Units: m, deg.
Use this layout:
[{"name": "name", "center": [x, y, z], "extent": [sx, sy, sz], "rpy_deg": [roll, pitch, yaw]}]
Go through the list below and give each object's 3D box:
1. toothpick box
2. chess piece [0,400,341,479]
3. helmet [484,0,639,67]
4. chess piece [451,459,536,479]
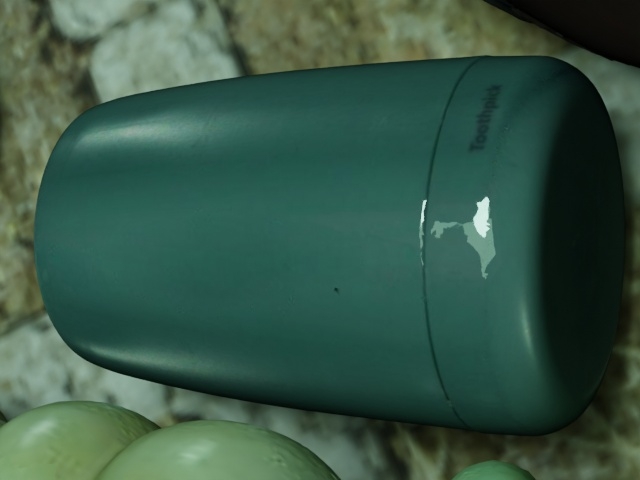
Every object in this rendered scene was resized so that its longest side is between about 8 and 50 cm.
[{"name": "toothpick box", "center": [0.000, 0.000, 0.524], "extent": [0.184, 0.120, 0.120], "rpy_deg": [1, 87, 24]}, {"name": "chess piece", "center": [-0.096, 0.105, 0.524], "extent": [0.243, 0.133, 0.133], "rpy_deg": [0, 86, 34]}, {"name": "helmet", "center": [0.103, -0.157, 0.445], "extent": [0.305, 0.177, 0.225], "rpy_deg": [23, 109, 20]}, {"name": "chess piece", "center": [0.175, 0.110, 0.445], "extent": [0.298, 0.176, 0.175], "rpy_deg": [-19, 79, 6]}]
